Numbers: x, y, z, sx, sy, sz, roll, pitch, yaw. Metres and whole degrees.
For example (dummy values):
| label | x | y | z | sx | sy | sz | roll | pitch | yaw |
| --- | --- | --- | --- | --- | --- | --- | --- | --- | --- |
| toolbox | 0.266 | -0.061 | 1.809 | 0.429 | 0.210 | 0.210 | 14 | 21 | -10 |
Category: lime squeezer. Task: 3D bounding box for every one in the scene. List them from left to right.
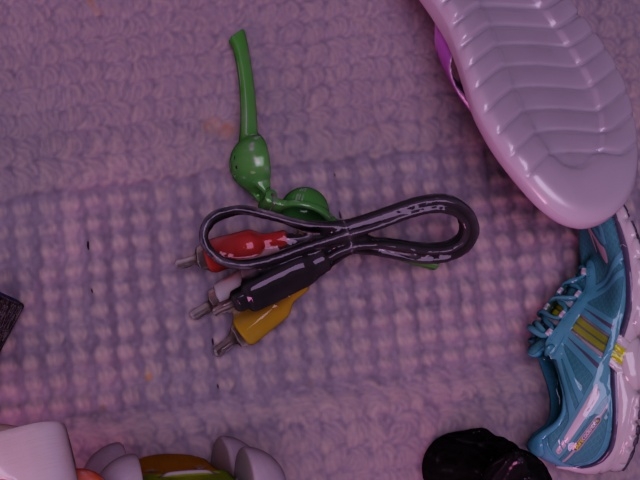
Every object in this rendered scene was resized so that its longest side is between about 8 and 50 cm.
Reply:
| label | x | y | z | sx | sy | sz | roll | pitch | yaw |
| --- | --- | --- | --- | --- | --- | --- | --- | --- | --- |
| lime squeezer | -0.020 | -0.060 | 1.040 | 0.310 | 0.059 | 0.110 | 49 | 49 | 3 |

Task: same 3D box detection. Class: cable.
| label | x | y | z | sx | sy | sz | roll | pitch | yaw |
| --- | --- | --- | --- | --- | --- | --- | --- | --- | --- |
| cable | 0.000 | 0.000 | 1.001 | 0.287 | 0.072 | 0.139 | -23 | 103 | -3 |

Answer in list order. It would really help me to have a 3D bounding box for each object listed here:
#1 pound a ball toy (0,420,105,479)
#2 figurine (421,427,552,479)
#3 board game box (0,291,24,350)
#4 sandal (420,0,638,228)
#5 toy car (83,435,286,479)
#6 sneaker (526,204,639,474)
| label | x | y | z | sx | sy | sz | roll | pitch | yaw |
| --- | --- | --- | --- | --- | --- | --- | --- | --- | --- |
| pound a ball toy | -0.212 | 0.272 | 0.814 | 0.136 | 0.208 | 0.319 | -13 | 72 | -14 |
| figurine | 0.166 | 0.277 | 0.921 | 0.092 | 0.209 | 0.214 | -11 | 83 | -6 |
| board game box | -0.439 | 0.133 | 0.921 | 0.232 | 0.141 | 0.291 | 26 | 81 | -1 |
| sandal | 0.179 | -0.189 | 1.050 | 0.169 | 0.102 | 0.416 | -17 | 71 | -22 |
| toy car | -0.121 | 0.246 | 0.918 | 0.159 | 0.182 | 0.136 | 1 | 86 | -20 |
| sneaker | 0.254 | 0.085 | 1.014 | 0.110 | 0.107 | 0.275 | 5 | 81 | 5 |
